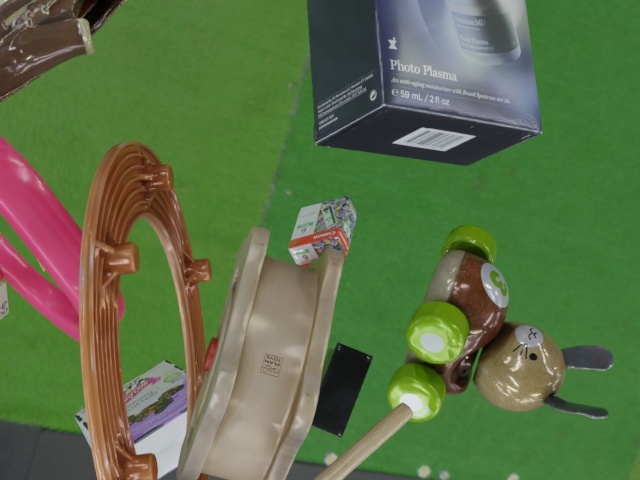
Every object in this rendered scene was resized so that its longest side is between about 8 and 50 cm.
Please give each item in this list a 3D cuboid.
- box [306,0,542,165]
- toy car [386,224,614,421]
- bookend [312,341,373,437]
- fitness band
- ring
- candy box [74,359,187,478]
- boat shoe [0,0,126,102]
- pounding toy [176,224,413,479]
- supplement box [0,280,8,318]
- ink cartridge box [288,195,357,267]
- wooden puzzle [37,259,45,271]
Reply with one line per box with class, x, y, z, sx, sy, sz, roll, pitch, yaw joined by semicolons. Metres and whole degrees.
box;0.147;-0.286;1.422;0.296;0.183;0.294;4;74;-33
toy car;0.177;0.099;0.888;0.188;0.155;0.149;20;128;9
bookend;0.024;0.274;1.813;0.072;0.157;0.156;23;82;-6
fitness band;-0.297;-0.011;0.913;0.054;0.209;0.291;-53;130;-30
ring;-0.117;0.089;0.752;0.032;0.336;0.336;-7;106;4
candy box;-0.242;0.260;1.394;0.165;0.196;0.070;-31;111;-24
boat shoe;-0.281;-0.226;1.018;0.095;0.095;0.257;25;64;17
pounding toy;-0.021;0.129;0.778;0.155;0.154;0.269;17;57;-8
supplement box;-0.362;0.061;0.938;0.098;0.062;0.036;8;113;13
ink cartridge box;0.000;0.000;1.069;0.063;0.115;0.029;-14;123;22
wooden puzzle;-0.357;0.028;1.416;0.116;0.014;0.078;-7;122;-3
